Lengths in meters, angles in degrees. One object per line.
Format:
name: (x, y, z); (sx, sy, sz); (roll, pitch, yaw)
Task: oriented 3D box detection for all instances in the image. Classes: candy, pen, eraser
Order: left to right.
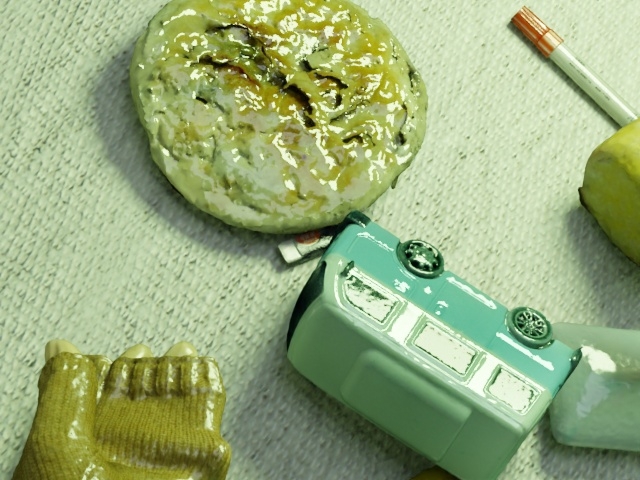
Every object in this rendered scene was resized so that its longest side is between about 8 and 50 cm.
eraser: (0.000, 0.000, 1.806); (0.099, 0.019, 0.027); (-21, 72, -26)
pen: (0.312, -0.183, 2.004); (0.239, 0.028, 0.028); (45, 58, 8)
candy: (0.318, 0.154, 1.798); (0.174, 0.071, 0.138); (6, 61, -15)

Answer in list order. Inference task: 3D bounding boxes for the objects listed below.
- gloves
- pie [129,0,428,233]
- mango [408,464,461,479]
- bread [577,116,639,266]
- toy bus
gloves: (-0.192, 0.220, 1.538); (0.203, 0.155, 0.356); (35, 40, -20)
pie: (-0.040, -0.154, 1.842); (0.339, 0.077, 0.339); (8, 61, -14)
mango: (0.103, 0.273, 1.663); (0.103, 0.076, 0.161); (41, 50, 6)
bread: (0.394, -0.052, 1.882); (0.170, 0.197, 0.197); (-28, 74, -16)
toy bus: (0.094, 0.111, 1.687); (0.271, 0.133, 0.165); (33, 41, 6)
